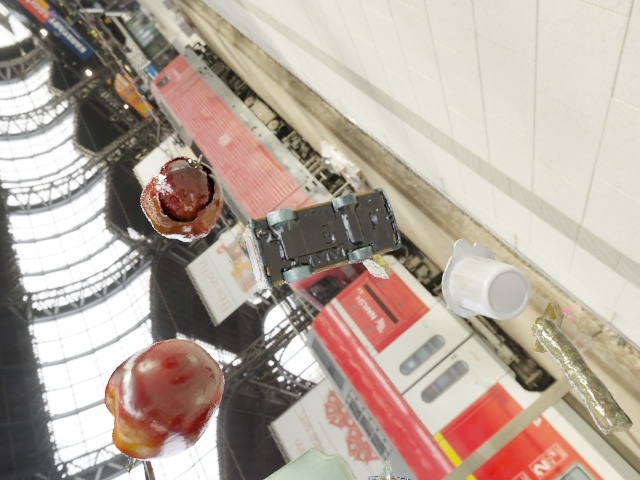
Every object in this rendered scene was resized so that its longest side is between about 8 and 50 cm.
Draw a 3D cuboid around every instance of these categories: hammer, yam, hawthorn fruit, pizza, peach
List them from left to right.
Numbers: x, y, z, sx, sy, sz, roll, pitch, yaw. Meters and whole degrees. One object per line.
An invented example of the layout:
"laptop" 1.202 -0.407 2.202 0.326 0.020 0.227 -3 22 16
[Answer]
"hammer" -0.495 0.670 1.236 0.026 0.125 0.297 18 125 18
"peach" -0.311 0.324 0.880 0.243 0.243 0.199 49 152 -17
"hawthorn fruit" -0.245 -0.084 0.785 0.148 0.172 0.148 31 -156 -16
"pizza" 0.153 0.061 1.183 0.099 0.036 0.160 27 164 33
"yam" 0.535 0.273 0.892 0.061 0.061 0.253 49 -165 -40

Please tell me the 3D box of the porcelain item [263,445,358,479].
"porcelain item" -0.012 0.680 1.016 0.286 0.281 0.157 48 165 41

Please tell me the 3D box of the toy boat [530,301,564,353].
"toy boat" 0.776 0.304 1.480 0.072 0.064 0.206 -131 42 -54

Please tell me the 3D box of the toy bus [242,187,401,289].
"toy bus" 0.000 0.000 0.605 0.114 0.200 0.098 152 102 -70

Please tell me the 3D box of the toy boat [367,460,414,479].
"toy boat" 0.188 0.656 1.162 0.091 0.174 0.110 -15 -84 -71

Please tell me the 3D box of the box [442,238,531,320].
"box" 0.576 0.138 1.457 0.206 0.262 0.291 -161 54 -74
